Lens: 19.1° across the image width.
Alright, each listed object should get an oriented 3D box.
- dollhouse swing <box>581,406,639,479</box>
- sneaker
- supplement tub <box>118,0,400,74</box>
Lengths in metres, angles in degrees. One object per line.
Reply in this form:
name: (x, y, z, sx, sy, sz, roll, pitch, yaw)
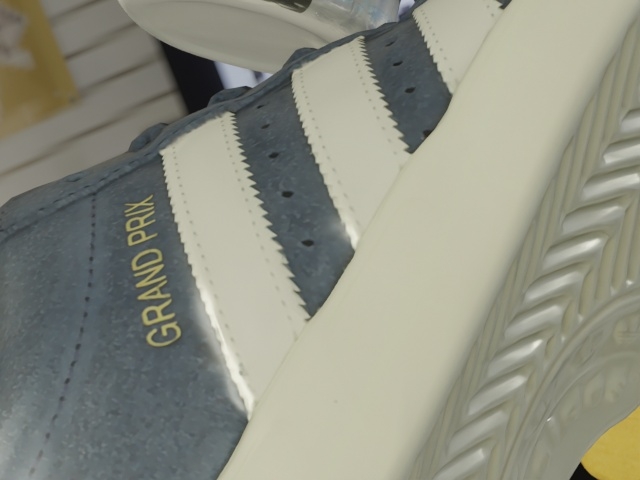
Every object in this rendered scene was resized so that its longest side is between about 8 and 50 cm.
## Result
dollhouse swing: (0.331, 0.171, 0.945, 0.346, 0.305, 0.315, 5, 0, -25)
sneaker: (0.000, 0.000, 0.430, 0.148, 0.131, 0.350, 16, 53, 31)
supplement tub: (-0.016, -0.303, 1.379, 0.207, 0.338, 0.207, 13, -10, 2)
